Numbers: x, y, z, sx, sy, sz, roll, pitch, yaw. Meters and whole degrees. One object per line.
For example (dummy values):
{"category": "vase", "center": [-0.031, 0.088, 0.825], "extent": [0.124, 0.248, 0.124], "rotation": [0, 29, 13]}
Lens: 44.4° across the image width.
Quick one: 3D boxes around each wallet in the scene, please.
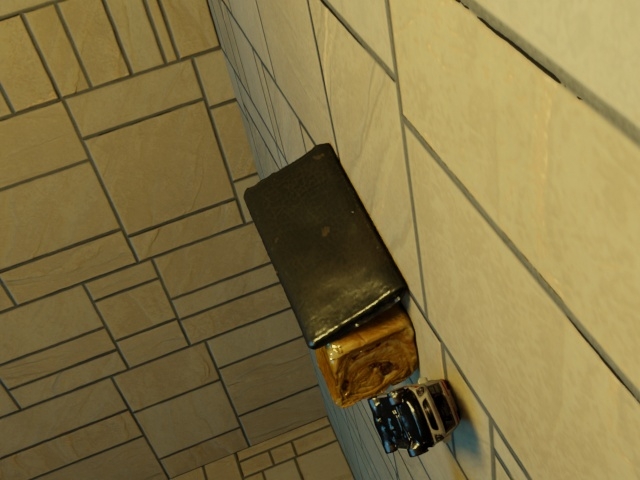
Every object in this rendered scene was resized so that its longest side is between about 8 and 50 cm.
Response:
{"category": "wallet", "center": [0.000, 0.000, 1.209], "extent": [0.044, 0.170, 0.321], "rotation": [42, -162, -52]}

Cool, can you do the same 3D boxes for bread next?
{"category": "bread", "center": [0.064, 0.152, 1.234], "extent": [0.143, 0.149, 0.158], "rotation": [-123, 21, -50]}

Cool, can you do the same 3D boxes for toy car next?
{"category": "toy car", "center": [0.138, 0.235, 1.076], "extent": [0.209, 0.108, 0.089], "rotation": [118, 133, -74]}
